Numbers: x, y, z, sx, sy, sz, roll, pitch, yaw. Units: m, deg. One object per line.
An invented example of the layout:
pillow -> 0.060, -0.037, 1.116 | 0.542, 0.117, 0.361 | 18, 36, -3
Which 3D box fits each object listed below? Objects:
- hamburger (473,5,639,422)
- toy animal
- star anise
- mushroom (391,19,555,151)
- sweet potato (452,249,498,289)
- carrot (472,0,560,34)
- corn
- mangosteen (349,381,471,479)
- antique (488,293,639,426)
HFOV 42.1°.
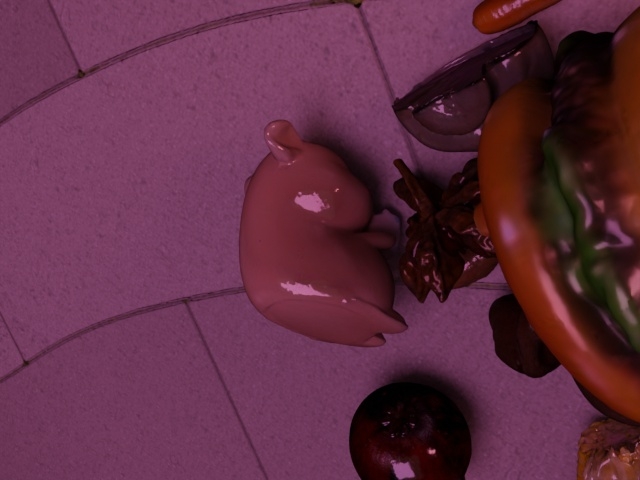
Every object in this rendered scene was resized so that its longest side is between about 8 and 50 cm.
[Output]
hamburger -> 0.325, -0.014, 0.762 | 0.277, 0.396, 0.395 | -33, 93, 36
toy animal -> 0.001, -0.004, 1.084 | 0.213, 0.256, 0.195 | 6, 155, -13
star anise -> 0.151, -0.018, 0.998 | 0.212, 0.111, 0.196 | 10, 86, 45
mushroom -> 0.185, -0.162, 0.940 | 0.188, 0.141, 0.117 | -28, 119, 40
sweet potato -> 0.210, 0.003, 1.047 | 0.068, 0.068, 0.226 | 48, 118, 3
carrot -> 0.270, -0.283, 0.886 | 0.248, 0.043, 0.043 | -21, 100, 34
corn -> 0.393, 0.371, 1.071 | 0.123, 0.122, 0.305 | 1, 111, 30
mangosteen -> 0.132, 0.297, 1.178 | 0.200, 0.200, 0.199 | 13, 119, 26
antique -> 0.325, 0.134, 1.007 | 0.257, 0.121, 0.143 | 18, 130, 15
